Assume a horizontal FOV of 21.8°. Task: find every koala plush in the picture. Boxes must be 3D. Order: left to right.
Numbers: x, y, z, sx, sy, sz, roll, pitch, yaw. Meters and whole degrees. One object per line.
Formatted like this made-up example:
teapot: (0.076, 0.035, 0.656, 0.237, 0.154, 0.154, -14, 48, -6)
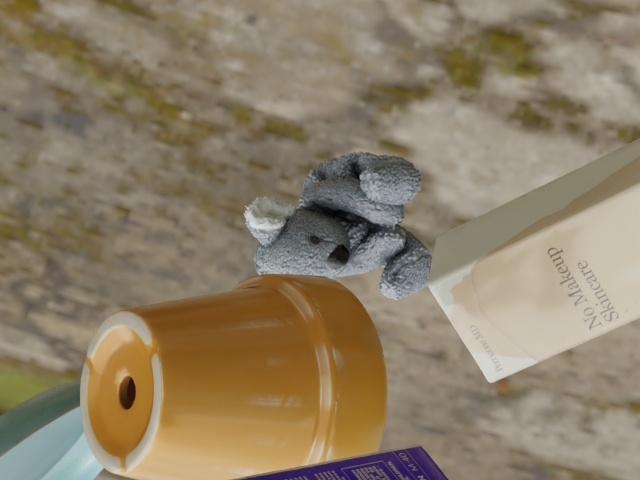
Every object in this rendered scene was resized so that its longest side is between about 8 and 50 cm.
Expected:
koala plush: (0.000, 0.000, 2.160, 0.203, 0.221, 0.196, 19, 130, 45)

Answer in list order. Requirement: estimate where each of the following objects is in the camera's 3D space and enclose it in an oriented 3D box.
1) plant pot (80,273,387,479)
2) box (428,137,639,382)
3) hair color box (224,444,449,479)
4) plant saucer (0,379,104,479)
plant pot: (-0.082, 0.123, 1.339, 0.188, 0.205, 0.205, 7, 171, -37)
box: (0.282, 0.011, 1.747, 0.311, 0.121, 0.148, -28, 108, 21)
hair color box: (-0.054, 0.227, 0.939, 0.339, 0.185, 0.110, 1, -137, -54)
plant saucer: (-0.295, 0.228, 1.510, 0.044, 0.317, 0.317, 47, 168, 14)
